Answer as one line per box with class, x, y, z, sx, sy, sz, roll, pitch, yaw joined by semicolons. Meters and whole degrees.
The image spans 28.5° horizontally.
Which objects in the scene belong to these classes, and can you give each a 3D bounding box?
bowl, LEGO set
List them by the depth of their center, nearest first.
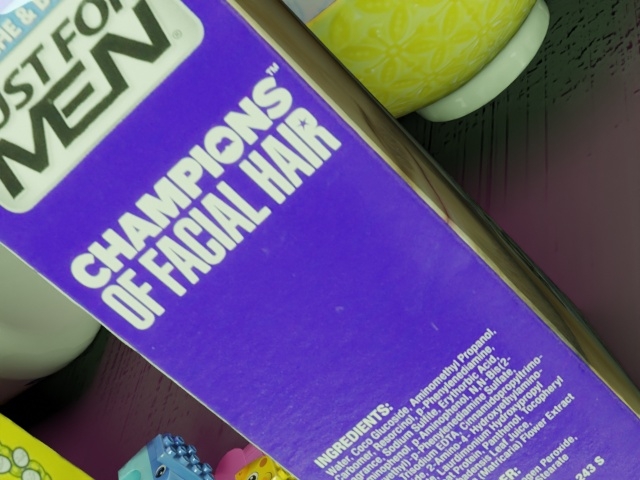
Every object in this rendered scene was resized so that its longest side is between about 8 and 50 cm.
LEGO set;-0.037;0.145;0.630;0.093;0.087;0.227;-44;28;8
bowl;0.059;-0.170;0.831;0.289;0.156;0.289;-35;29;23

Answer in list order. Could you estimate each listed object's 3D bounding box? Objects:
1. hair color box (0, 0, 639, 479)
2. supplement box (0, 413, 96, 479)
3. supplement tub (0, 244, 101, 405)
hair color box;0.000;0.000;0.484;0.110;0.339;0.185;-44;27;10
supplement box;-0.281;0.229;0.758;0.357;0.195;0.194;-17;40;47
supplement tub;-0.363;0.061;1.059;0.325;0.235;0.235;-31;31;30
